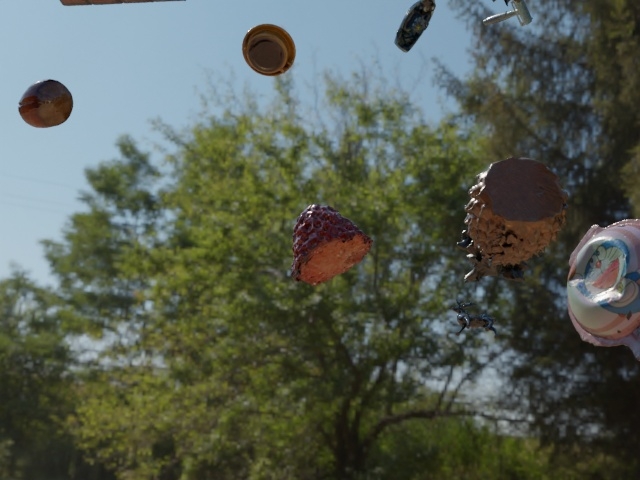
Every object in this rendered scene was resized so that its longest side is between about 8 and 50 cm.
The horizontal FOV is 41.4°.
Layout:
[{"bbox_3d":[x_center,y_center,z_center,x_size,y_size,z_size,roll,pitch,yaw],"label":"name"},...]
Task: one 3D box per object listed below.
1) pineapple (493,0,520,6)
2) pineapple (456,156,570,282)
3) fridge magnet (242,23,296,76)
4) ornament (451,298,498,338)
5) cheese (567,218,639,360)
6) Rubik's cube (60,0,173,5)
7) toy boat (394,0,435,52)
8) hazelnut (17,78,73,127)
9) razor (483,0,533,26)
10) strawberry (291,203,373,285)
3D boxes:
[{"bbox_3d":[0.324,-0.461,1.365,0.125,0.125,0.251,4,-8,2],"label":"pineapple"},{"bbox_3d":[0.418,-0.012,1.924,0.223,0.222,0.357,5,-35,-2],"label":"pineapple"},{"bbox_3d":[-0.134,-0.489,2.186,0.143,0.063,0.143,4,-55,6],"label":"fridge magnet"},{"bbox_3d":[0.262,0.132,1.441,0.074,0.028,0.125,4,17,3],"label":"ornament"},{"bbox_3d":[0.416,0.076,1.128,0.074,0.286,0.189,19,-64,-24],"label":"cheese"},{"bbox_3d":[-0.379,-0.690,1.628,0.344,0.337,0.344,8,-35,27],"label":"Rubik's cube"},{"bbox_3d":[0.218,-0.493,1.925,0.060,0.137,0.061,30,4,-30],"label":"toy boat"},{"bbox_3d":[-0.434,-0.217,1.333,0.086,0.086,0.086,4,-15,1],"label":"hazelnut"},{"bbox_3d":[0.427,-0.522,1.968,0.040,0.068,0.135,-36,18,-23],"label":"razor"},{"bbox_3d":[0.000,0.000,2.235,0.234,0.178,0.234,-21,-28,-12],"label":"strawberry"}]
